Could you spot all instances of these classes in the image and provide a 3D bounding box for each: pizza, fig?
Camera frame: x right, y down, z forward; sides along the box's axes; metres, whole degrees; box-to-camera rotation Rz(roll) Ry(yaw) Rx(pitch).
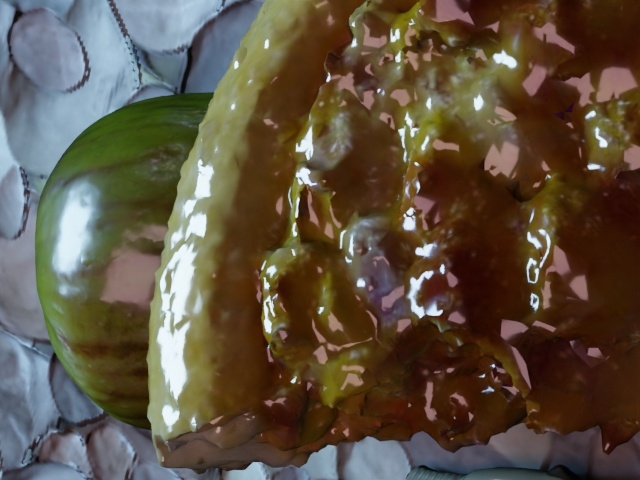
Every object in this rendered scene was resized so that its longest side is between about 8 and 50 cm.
[{"bbox_3d":[0.101,-0.043,0.600,0.409,0.114,0.278,-41,75,6],"label":"pizza"},{"bbox_3d":[0.000,0.000,0.699,0.259,0.151,0.151,-9,96,24],"label":"fig"}]

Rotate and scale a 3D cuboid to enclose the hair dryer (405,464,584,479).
[{"bbox_3d":[0.163,0.085,0.683,0.225,0.088,0.219,38,108,32],"label":"hair dryer"}]
